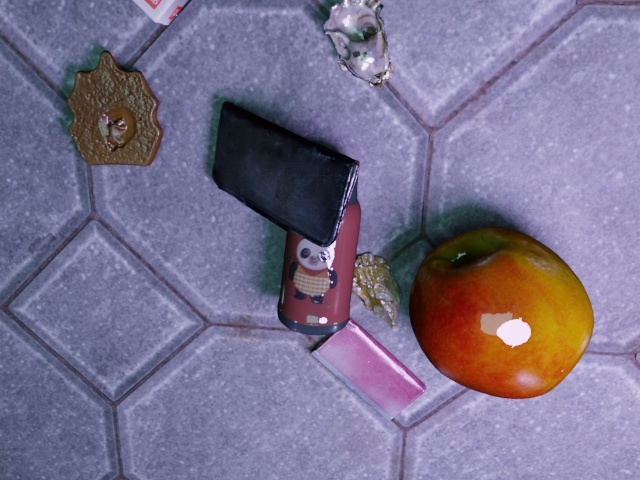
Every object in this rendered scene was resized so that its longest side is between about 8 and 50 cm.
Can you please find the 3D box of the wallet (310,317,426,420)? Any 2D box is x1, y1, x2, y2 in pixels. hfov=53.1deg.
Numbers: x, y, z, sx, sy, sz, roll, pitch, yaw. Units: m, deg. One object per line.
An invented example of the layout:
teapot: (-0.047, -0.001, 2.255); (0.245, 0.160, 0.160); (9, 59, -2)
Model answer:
wallet: (0.104, 0.274, 1.356); (0.232, 0.025, 0.119); (43, 110, -10)

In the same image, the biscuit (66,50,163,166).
biscuit: (-0.389, -0.247, 1.209); (0.182, 0.034, 0.215); (2, 109, 5)

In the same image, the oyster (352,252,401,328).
oyster: (0.102, 0.096, 1.287); (0.122, 0.045, 0.146); (9, 112, 18)

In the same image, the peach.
peach: (0.323, 0.140, 1.151); (0.308, 0.308, 0.332); (-32, 118, 16)

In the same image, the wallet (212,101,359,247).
wallet: (-0.074, -0.117, 1.132); (0.318, 0.045, 0.172); (29, 116, 33)

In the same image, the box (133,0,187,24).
box: (-0.320, -0.508, 1.078); (0.269, 0.079, 0.135); (44, 110, -10)

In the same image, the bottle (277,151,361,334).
bottle: (0.000, 0.000, 1.206); (0.144, 0.144, 0.336); (7, 109, 4)

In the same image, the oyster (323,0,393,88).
oyster: (0.067, -0.340, 1.113); (0.108, 0.053, 0.165); (-19, 101, -6)
